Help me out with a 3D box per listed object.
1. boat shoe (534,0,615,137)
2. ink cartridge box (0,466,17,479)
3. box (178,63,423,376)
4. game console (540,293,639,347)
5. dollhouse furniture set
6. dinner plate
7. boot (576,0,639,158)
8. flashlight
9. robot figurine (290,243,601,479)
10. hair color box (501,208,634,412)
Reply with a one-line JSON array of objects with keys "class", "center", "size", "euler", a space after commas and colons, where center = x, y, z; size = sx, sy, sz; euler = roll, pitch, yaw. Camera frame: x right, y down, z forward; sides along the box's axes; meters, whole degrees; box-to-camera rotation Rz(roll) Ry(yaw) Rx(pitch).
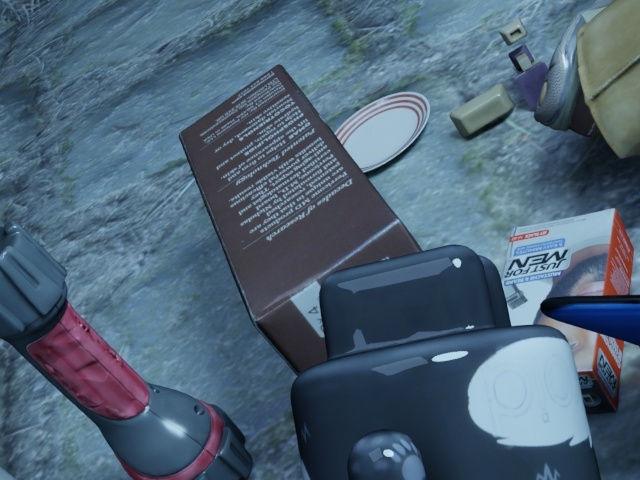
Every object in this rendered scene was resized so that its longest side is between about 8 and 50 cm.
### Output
[{"class": "boat shoe", "center": [0.308, -0.189, 0.955], "size": [0.116, 0.123, 0.324], "euler": [23, 49, 17]}, {"class": "ink cartridge box", "center": [-0.405, 0.247, 0.881], "size": [0.211, 0.289, 0.122], "euler": [-26, 33, 16]}, {"class": "box", "center": [0.000, 0.000, 0.909], "size": [0.143, 0.191, 0.381], "euler": [-34, 32, 4]}, {"class": "game console", "center": [0.325, -0.002, 0.614], "size": [0.293, 0.173, 0.250], "euler": [-3, 45, 41]}, {"class": "dollhouse furniture set", "center": [0.183, -0.175, 1.080], "size": [0.114, 0.091, 0.081], "euler": [-31, 17, 14]}, {"class": "dinner plate", "center": [0.067, -0.121, 1.168], "size": [0.141, 0.017, 0.141], "euler": [-25, 32, 17]}, {"class": "boot", "center": [0.303, -0.129, 0.684], "size": [0.269, 0.089, 0.236], "euler": [-39, 39, 49]}, {"class": "flashlight", "center": [-0.176, 0.112, 0.823], "size": [0.103, 0.304, 0.103], "euler": [-32, 33, 5]}, {"class": "robot figurine", "center": [0.074, 0.148, 0.583], "size": [0.209, 0.278, 0.173], "euler": [-4, -12, -33]}, {"class": "hair color box", "center": [0.188, 0.056, 0.785], "size": [0.093, 0.053, 0.167], "euler": [-12, 40, 33]}]
